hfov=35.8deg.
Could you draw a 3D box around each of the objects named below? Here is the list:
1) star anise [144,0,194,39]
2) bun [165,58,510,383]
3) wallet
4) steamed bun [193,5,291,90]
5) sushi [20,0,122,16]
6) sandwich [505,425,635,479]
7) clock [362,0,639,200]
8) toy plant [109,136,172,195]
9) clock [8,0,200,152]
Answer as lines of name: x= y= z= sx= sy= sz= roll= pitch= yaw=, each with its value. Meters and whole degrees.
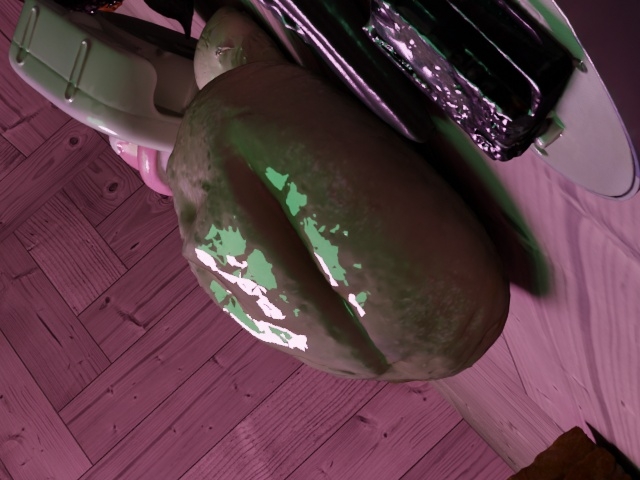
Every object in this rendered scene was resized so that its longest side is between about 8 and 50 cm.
star anise: x=-0.200 y=-0.316 z=1.117 sx=0.204 sy=0.061 sz=0.180 roll=53 pitch=-178 yaw=-16
bun: x=0.000 y=0.000 z=0.921 sx=0.365 sy=0.219 sz=0.365 roll=43 pitch=178 yaw=2
wallet: x=-0.015 y=-0.173 z=0.720 sx=0.245 sy=0.052 sz=0.168 roll=47 pitch=180 yaw=-30
steamed bun: x=-0.086 y=-0.177 z=1.054 sx=0.130 sy=0.091 sz=0.112 roll=50 pitch=176 yaw=-38
sushi: x=-0.396 y=-0.419 z=1.280 sx=0.343 sy=0.196 sz=0.182 roll=46 pitch=169 yaw=13
sandwich: x=0.298 y=0.395 z=1.297 sx=0.131 sy=0.262 sz=0.325 roll=51 pitch=178 yaw=35
clock: x=0.071 y=-0.095 z=0.434 sx=0.198 sy=0.064 sz=0.172 roll=46 pitch=177 yaw=11
toy plant: x=-0.229 y=-0.146 z=1.811 sx=0.356 sy=0.210 sz=0.317 roll=33 pitch=128 yaw=29
clock: x=-0.190 y=-0.193 z=1.205 sx=0.324 sy=0.109 sz=0.265 roll=6 pitch=-159 yaw=-48
